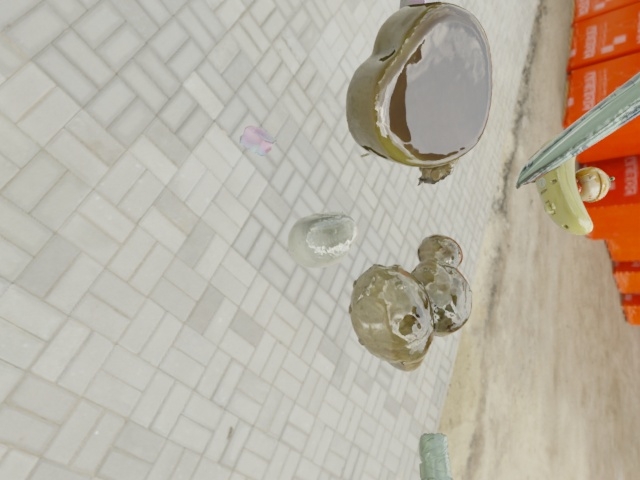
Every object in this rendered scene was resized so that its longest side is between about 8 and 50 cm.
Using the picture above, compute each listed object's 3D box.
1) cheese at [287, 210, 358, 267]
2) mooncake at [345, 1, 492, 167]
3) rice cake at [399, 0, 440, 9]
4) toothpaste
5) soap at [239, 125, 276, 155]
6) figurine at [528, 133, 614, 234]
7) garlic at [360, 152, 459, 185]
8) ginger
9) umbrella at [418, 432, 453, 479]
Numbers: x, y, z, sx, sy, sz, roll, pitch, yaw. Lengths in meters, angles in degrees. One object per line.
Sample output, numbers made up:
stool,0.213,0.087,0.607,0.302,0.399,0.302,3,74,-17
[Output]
cheese,0.000,0.000,1.238,0.189,0.198,0.155,-5,85,-15
mooncake,0.159,-0.224,0.679,0.234,0.117,0.235,-12,116,-26
rice cake,0.174,-0.368,0.796,0.056,0.072,0.365,-23,132,-27
toothpaste,0.324,-0.140,0.497,0.039,0.239,0.062,46,37,-3
soap,-0.207,-0.329,1.439,0.100,0.056,0.149,34,18,-6
figurine,0.761,-0.173,1.333,0.222,0.124,0.325,-7,72,-8
garlic,0.226,-0.213,1.046,0.256,0.207,0.207,-43,119,-28
ginger,0.198,0.121,0.892,0.304,0.155,0.245,-30,107,-36
umbrella,0.180,0.374,0.676,0.067,0.062,0.144,36,42,-47
